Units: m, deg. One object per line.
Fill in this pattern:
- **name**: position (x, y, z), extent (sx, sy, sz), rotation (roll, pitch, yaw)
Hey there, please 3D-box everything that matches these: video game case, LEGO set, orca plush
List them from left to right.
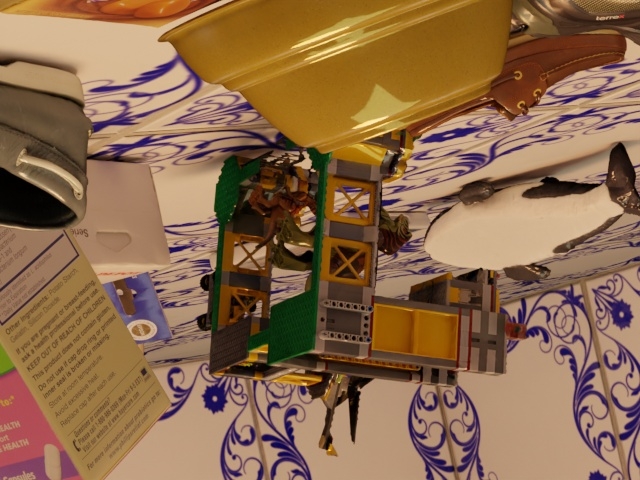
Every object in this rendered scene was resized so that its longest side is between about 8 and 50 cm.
- **video game case**: position (0.000, 0.000, 2.279), extent (0.201, 0.023, 0.183), rotation (-17, 171, 32)
- **LEGO set**: position (0.043, 0.020, 1.574), extent (0.192, 0.255, 0.331), rotation (9, 158, -21)
- **orca plush**: position (0.244, -0.051, 2.165), extent (0.151, 0.102, 0.287), rotation (38, 139, -16)

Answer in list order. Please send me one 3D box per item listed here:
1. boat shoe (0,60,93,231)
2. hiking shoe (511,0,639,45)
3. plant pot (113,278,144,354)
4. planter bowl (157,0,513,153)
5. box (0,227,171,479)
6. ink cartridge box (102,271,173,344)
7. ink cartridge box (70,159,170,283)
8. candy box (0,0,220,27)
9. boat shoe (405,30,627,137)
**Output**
- **boat shoe**: position (-0.244, -0.053, 1.122), extent (0.116, 0.099, 0.319), rotation (-16, 172, 31)
- **hiking shoe**: position (0.211, -0.157, 1.109), extent (0.227, 0.086, 0.114), rotation (-7, 175, -29)
- **plant pot**: position (-0.257, 0.079, 2.185), extent (0.109, 0.109, 0.096), rotation (-9, 159, -19)
- **planter bowl**: position (0.030, -0.103, 1.020), extent (0.217, 0.090, 0.217), rotation (-20, -176, 1)
- **box**: position (-0.270, 0.074, 1.417), extent (0.213, 0.243, 0.117), rotation (-17, -161, 37)
- **ink cartridge box**: position (-0.355, 0.110, 2.071), extent (0.371, 0.069, 0.176), rotation (-14, 138, 1)
- **ink cartridge box**: position (-0.257, 0.002, 1.565), extent (0.219, 0.093, 0.160), rotation (-15, 172, 28)
- **candy box**: position (-0.050, -0.149, 0.873), extent (0.186, 0.053, 0.109), rotation (-19, 170, 38)
- **boat shoe**: position (0.139, -0.117, 1.409), extent (0.178, 0.060, 0.064), rotation (-12, 173, 2)
